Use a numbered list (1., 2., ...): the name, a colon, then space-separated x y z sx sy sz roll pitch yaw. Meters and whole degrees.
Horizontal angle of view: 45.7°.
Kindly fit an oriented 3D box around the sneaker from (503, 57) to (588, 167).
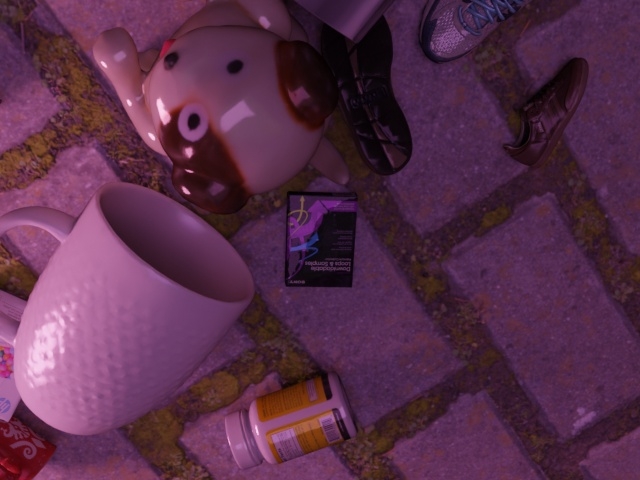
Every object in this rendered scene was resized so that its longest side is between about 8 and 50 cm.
1. sneaker: 0.362 -0.211 1.217 0.071 0.066 0.188 20 103 -9

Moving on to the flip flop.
1. flip flop: 0.070 -0.233 1.172 0.112 0.080 0.277 -17 92 -9

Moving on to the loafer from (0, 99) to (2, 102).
1. loafer: -0.551 -0.257 1.136 0.061 0.062 0.170 -37 111 -17

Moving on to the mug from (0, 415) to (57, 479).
1. mug: -0.540 0.333 1.269 0.169 0.150 0.113 45 54 -11

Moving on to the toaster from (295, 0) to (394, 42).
1. toaster: 0.022 -0.376 1.042 0.168 0.185 0.110 29 120 -22

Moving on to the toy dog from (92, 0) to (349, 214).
1. toy dog: -0.116 -0.177 1.008 0.285 0.408 0.395 -35 106 6

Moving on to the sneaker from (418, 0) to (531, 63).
1. sneaker: 0.263 -0.378 1.130 0.283 0.122 0.110 -44 105 8

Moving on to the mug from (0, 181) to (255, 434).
1. mug: -0.342 0.097 1.137 0.374 0.276 0.328 33 106 -20

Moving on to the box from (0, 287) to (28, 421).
1. box: -0.530 0.179 1.238 0.145 0.038 0.186 28 81 -12

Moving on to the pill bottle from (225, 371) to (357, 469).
1. pill bottle: -0.051 0.314 1.310 0.209 0.119 0.119 -19 107 1

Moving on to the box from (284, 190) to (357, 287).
1. box: 0.000 0.000 1.268 0.116 0.029 0.162 1 108 -5
